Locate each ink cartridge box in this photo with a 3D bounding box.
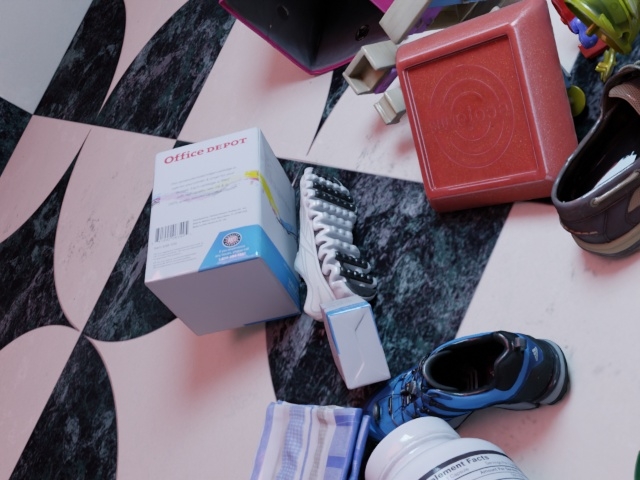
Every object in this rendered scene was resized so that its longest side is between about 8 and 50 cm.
[{"bbox_3d":[0.044,0.136,1.136,0.062,0.104,0.181,-15,3,-4],"label":"ink cartridge box"},{"bbox_3d":[-0.159,-0.015,1.368,0.198,0.197,0.270,-13,54,13],"label":"ink cartridge box"}]

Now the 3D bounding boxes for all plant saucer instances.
[{"bbox_3d":[0.214,-0.172,1.106,0.258,0.048,0.259,-8,99,48],"label":"plant saucer"}]

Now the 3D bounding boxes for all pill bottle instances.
[{"bbox_3d":[0.176,0.338,0.845,0.181,0.181,0.323,-53,39,8],"label":"pill bottle"}]

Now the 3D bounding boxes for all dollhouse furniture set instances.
[{"bbox_3d":[0.246,-0.246,1.234,0.303,0.198,0.286,58,139,15],"label":"dollhouse furniture set"}]

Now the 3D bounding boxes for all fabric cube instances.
[{"bbox_3d":[0.009,-0.511,1.500,0.254,0.259,0.258,-14,55,42],"label":"fabric cube"}]

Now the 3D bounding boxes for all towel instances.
[{"bbox_3d":[-0.032,0.329,1.130,0.285,0.034,0.209,-17,55,61],"label":"towel"}]

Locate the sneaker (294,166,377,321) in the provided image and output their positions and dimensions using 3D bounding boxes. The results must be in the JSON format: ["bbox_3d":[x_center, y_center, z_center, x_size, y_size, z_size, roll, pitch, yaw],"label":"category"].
[{"bbox_3d":[0.000,0.000,1.315,0.118,0.110,0.292,-43,41,33],"label":"sneaker"}]

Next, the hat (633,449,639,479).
[{"bbox_3d":[0.353,0.197,0.743,0.208,0.183,0.173,-42,42,21],"label":"hat"}]

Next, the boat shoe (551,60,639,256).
[{"bbox_3d":[0.404,-0.146,0.946,0.355,0.130,0.132,-57,39,3],"label":"boat shoe"}]

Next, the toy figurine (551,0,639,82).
[{"bbox_3d":[0.381,-0.333,0.944,0.217,0.362,0.191,-33,87,19],"label":"toy figurine"}]

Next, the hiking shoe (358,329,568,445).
[{"bbox_3d":[0.150,0.177,1.013,0.304,0.132,0.113,-30,47,31],"label":"hiking shoe"}]
